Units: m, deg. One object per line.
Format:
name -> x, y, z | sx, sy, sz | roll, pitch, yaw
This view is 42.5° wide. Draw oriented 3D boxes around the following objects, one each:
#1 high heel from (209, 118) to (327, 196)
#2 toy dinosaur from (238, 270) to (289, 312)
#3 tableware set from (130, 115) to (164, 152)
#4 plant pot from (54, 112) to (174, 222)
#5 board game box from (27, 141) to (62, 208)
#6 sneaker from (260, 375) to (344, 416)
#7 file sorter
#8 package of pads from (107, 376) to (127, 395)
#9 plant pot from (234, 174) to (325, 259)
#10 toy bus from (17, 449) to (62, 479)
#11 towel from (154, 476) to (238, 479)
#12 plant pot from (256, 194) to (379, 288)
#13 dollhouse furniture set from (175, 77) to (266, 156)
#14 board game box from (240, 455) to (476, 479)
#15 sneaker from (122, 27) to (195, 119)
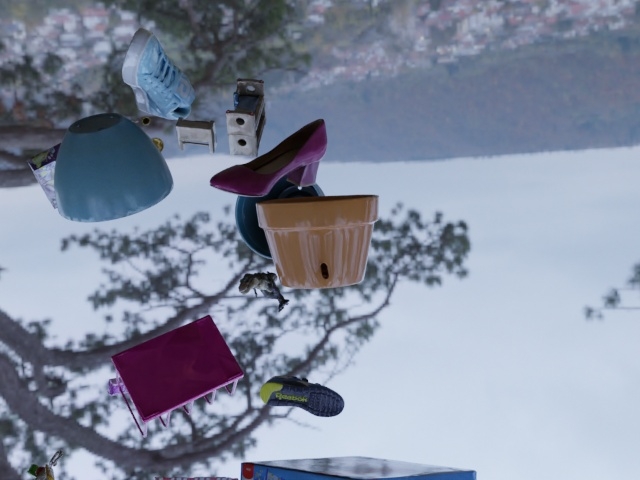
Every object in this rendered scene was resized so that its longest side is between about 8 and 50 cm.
high heel -> -0.131, -0.221, 2.115 | 0.127, 0.181, 0.377 | 25, -155, 32
toy dinosaur -> -0.128, 0.124, 2.105 | 0.064, 0.118, 0.268 | -41, 173, 10
tableware set -> -0.463, -0.253, 2.178 | 0.104, 0.154, 0.024 | -16, -152, -25
plant pot -> -0.522, -0.196, 2.007 | 0.290, 0.195, 0.290 | -7, -151, 4
board game box -> -0.728, -0.207, 2.423 | 0.208, 0.056, 0.347 | -34, 172, -15
sneaker -> -0.028, 0.259, 1.399 | 0.144, 0.053, 0.059 | 14, -170, 1
file sorter -> -0.393, 0.378, 2.247 | 0.290, 0.202, 0.182 | -22, 154, -25
package of pads -> -0.591, 0.432, 2.456 | 0.083, 0.050, 0.032 | -4, -151, -36
plant pot -> -0.091, -0.088, 2.511 | 0.271, 0.272, 0.255 | -2, -176, 13
toy bus -> -0.685, 0.644, 2.028 | 0.202, 0.104, 0.191 | -30, -151, 34
towel -> -0.226, 0.510, 1.514 | 0.197, 0.144, 0.029 | 16, 151, -42
plant pot -> 0.000, 0.000, 1.948 | 0.290, 0.204, 0.291 | -4, -175, 0
dollhouse furniture set -> -0.228, -0.289, 1.895 | 0.183, 0.129, 0.129 | 6, -132, 5
board game box -> 0.067, 0.446, 1.472 | 0.308, 0.086, 0.302 | 11, 167, -42
sneaker -> -0.374, -0.395, 1.989 | 0.150, 0.135, 0.366 | 18, 170, 1
